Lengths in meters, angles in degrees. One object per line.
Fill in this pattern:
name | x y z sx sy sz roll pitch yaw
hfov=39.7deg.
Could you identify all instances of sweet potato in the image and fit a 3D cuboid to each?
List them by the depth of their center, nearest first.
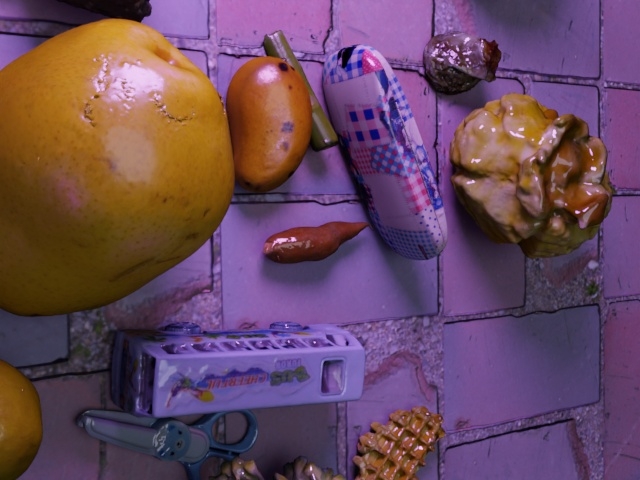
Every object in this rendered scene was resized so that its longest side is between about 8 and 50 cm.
sweet potato | 0.000 0.000 1.253 0.195 0.056 0.056 -15 100 -37

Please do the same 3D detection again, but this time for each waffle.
waffle | 0.123 0.342 1.353 0.192 0.046 0.160 -18 100 -33

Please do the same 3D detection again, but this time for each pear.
pear | -0.380 0.192 0.943 0.162 0.149 0.148 22 79 -23
pear | -0.251 -0.074 0.970 0.336 0.285 0.285 -32 115 13

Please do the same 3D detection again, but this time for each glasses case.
glasses case | 0.094 -0.120 1.266 0.076 0.125 0.327 -32 109 -29

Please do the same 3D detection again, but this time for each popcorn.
popcorn | 0.327 -0.097 1.366 0.224 0.270 0.258 -46 151 4

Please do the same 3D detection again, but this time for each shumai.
shumai | 0.228 -0.278 1.377 0.124 0.087 0.099 -21 105 -31

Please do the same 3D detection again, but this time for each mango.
mango | -0.066 -0.154 1.178 0.115 0.090 0.178 -9 100 -22

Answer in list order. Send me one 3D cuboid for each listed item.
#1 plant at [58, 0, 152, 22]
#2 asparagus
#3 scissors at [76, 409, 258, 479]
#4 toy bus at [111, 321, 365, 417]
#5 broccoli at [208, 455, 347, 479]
plant | -0.299 -0.346 0.983 0.275 0.149 0.146 16 40 -18
asparagus | -0.030 -0.206 1.233 0.178 0.041 0.045 63 28 -4
scissors | -0.193 0.256 1.140 0.256 0.030 0.125 24 79 -36
toy bus | -0.093 0.165 1.142 0.330 0.136 0.109 1 93 -33
broccoli | -0.063 0.450 1.133 0.334 0.272 0.324 -11 59 -27
